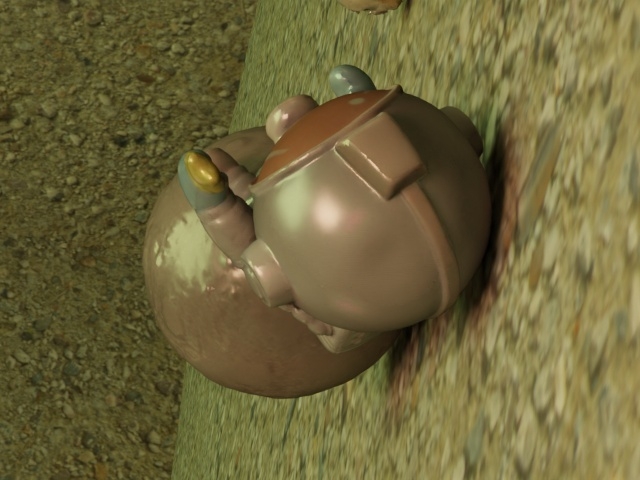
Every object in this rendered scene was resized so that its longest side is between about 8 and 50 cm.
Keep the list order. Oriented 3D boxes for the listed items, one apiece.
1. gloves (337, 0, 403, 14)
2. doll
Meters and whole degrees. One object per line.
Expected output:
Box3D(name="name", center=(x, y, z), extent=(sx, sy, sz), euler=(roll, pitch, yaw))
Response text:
Box3D(name="gloves", center=(0.032, -0.227, 1.115), extent=(0.114, 0.070, 0.153), euler=(107, 172, -49))
Box3D(name="doll", center=(0.000, 0.000, 0.816), extent=(0.287, 0.151, 0.151), euler=(151, 129, -74))
